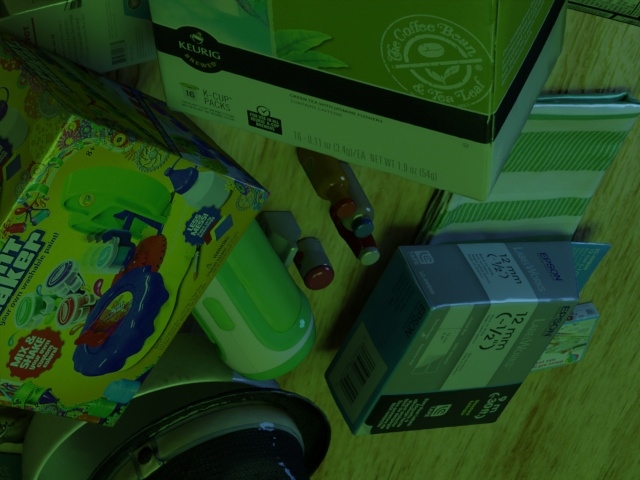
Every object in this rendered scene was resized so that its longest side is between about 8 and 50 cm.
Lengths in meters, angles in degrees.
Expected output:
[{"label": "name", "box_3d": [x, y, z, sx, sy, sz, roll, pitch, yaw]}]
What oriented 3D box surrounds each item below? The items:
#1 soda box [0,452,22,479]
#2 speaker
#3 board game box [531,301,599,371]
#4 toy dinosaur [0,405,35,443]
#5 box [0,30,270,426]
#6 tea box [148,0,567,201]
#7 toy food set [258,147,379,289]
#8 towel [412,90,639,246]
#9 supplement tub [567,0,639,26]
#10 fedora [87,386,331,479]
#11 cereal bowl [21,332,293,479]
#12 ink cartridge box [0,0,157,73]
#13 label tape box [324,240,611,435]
[{"label": "soda box", "box_3d": [-0.434, 0.308, 2.056, 0.210, 0.067, 0.071, 13, 128, -39]}, {"label": "speaker", "box_3d": [-0.111, 0.023, 1.834, 0.131, 0.131, 0.296, -29, 129, 2]}, {"label": "board game box", "box_3d": [0.310, 0.144, 2.335, 0.154, 0.026, 0.103, -10, 139, -21]}, {"label": "toy dinosaur", "box_3d": [-0.441, 0.216, 1.956, 0.268, 0.064, 0.118, -4, 144, -22]}, {"label": "box", "box_3d": [-0.257, -0.006, 1.560, 0.279, 0.177, 0.290, 20, 108, -51]}, {"label": "tea box", "box_3d": [0.036, -0.252, 1.438, 0.329, 0.220, 0.323, 16, 142, 18]}, {"label": "toy food set", "box_3d": [0.000, 0.000, 1.925, 0.111, 0.104, 0.232, 1, 134, -31]}, {"label": "towel", "box_3d": [0.248, -0.054, 2.064, 0.248, 0.038, 0.325, -5, 137, -27]}, {"label": "supplement tub", "box_3d": [0.296, -0.315, 1.587, 0.338, 0.207, 0.207, 14, 132, -7]}, {"label": "fedora", "box_3d": [-0.120, 0.328, 1.966, 0.334, 0.152, 0.334, -17, 141, -14]}, {"label": "cereal bowl", "box_3d": [-0.210, 0.229, 2.037, 0.339, 0.141, 0.339, -17, 142, -14]}, {"label": "ink cartridge box", "box_3d": [-0.247, -0.208, 1.577, 0.180, 0.060, 0.104, -16, 142, -14]}, {"label": "label tape box", "box_3d": [0.212, 0.125, 2.138, 0.347, 0.115, 0.249, 0, 135, -31]}]
